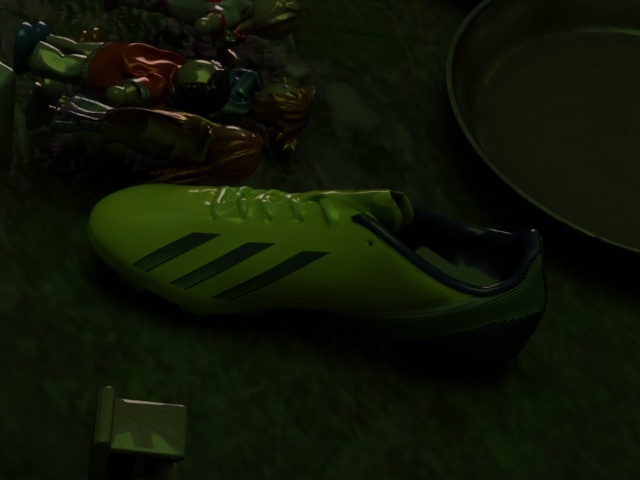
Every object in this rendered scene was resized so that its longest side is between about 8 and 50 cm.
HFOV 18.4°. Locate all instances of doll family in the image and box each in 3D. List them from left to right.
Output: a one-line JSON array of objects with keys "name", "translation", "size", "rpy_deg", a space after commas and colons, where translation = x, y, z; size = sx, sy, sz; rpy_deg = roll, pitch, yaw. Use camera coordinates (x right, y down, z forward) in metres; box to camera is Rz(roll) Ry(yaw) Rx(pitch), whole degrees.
[{"name": "doll family", "translation": [-0.092, -0.100, 1.328], "size": [0.163, 0.118, 0.263], "rpy_deg": [14, 26, 10]}]

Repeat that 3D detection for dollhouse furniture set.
[{"name": "dollhouse furniture set", "translation": [-0.128, 0.191, 0.975], "size": [0.101, 0.161, 0.182], "rpy_deg": [6, 44, -7]}]

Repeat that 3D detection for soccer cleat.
[{"name": "soccer cleat", "translation": [0.001, -0.001, 1.223], "size": [0.289, 0.121, 0.093], "rpy_deg": [13, 45, 1]}]

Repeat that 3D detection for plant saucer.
[{"name": "plant saucer", "translation": [0.237, -0.081, 1.410], "size": [0.311, 0.050, 0.310], "rpy_deg": [7, 46, -7]}]

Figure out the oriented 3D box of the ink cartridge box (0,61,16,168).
[{"name": "ink cartridge box", "translation": [-0.313, -0.067, 1.242], "size": [0.148, 0.086, 0.203], "rpy_deg": [33, 49, 19]}]
